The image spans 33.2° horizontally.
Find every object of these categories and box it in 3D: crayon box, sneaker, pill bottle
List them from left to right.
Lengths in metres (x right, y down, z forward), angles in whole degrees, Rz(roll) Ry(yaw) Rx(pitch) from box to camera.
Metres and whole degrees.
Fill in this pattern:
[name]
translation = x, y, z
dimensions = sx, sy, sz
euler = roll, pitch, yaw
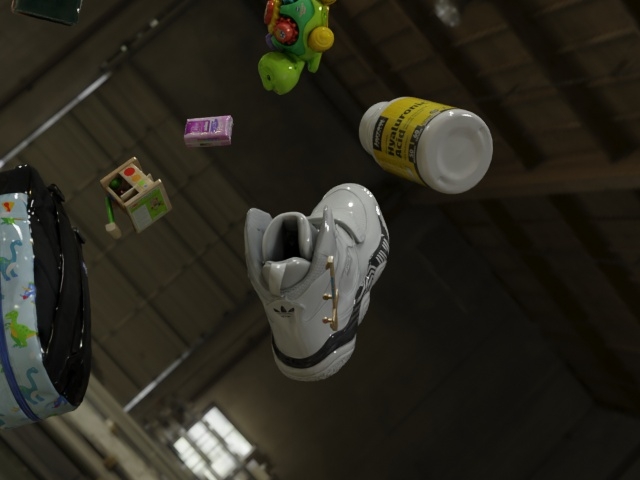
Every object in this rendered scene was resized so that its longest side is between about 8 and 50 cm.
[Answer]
[crayon box]
translation = -0.341, -0.384, 1.391
dimensions = 0.081, 0.202, 0.318
euler = 11, 8, -17
[sneaker]
translation = 0.000, 0.000, 1.514
dimensions = 0.137, 0.366, 0.210
euler = -1, -47, 19
[pill bottle]
translation = 0.078, -0.078, 0.846
dimensions = 0.065, 0.065, 0.116
euler = 54, -12, -27

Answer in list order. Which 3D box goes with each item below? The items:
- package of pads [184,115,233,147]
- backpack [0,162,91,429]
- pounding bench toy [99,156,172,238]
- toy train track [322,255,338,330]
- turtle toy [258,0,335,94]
[package of pads]
translation = -0.196, -0.191, 1.888
dimensions = 0.032, 0.083, 0.050
euler = 74, 17, -51
[backpack]
translation = -0.463, 0.115, 1.641
dimensions = 0.290, 0.273, 0.356
euler = 84, -20, -55
[pounding bench toy]
translation = -0.232, -0.047, 1.270
dimensions = 0.065, 0.083, 0.052
euler = 40, -21, 32
[toy train track]
translation = 0.008, 0.051, 1.014
dimensions = 0.048, 0.014, 0.083
euler = -82, 170, -54
[turtle toy]
translation = -0.026, -0.213, 1.098
dimensions = 0.066, 0.130, 0.095
euler = 8, -2, -13
